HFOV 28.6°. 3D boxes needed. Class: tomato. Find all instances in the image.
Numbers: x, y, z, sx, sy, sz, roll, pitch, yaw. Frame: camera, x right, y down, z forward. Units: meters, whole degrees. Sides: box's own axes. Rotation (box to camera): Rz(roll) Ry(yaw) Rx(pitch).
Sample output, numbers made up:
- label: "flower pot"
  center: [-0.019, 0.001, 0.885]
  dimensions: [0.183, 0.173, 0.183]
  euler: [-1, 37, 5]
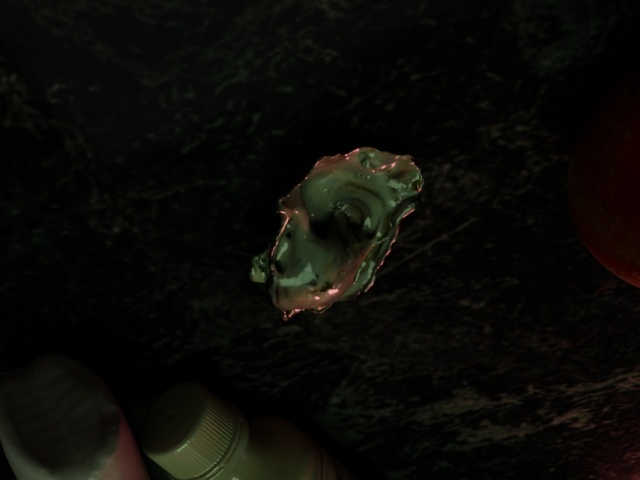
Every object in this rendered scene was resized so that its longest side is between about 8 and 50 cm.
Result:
- label: "tomato"
  center: [0.252, -0.042, 0.781]
  dimensions: [0.187, 0.151, 0.187]
  euler: [-6, 130, -7]

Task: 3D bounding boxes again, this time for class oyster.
- label: "oyster"
  center: [-0.001, 0.001, 0.857]
  dimensions: [0.108, 0.053, 0.165]
  euler: [-5, 131, -38]

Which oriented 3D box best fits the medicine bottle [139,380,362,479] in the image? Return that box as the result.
- label: "medicine bottle"
  center: [-0.041, 0.202, 0.999]
  dimensions: [0.114, 0.114, 0.252]
  euler: [-29, 128, 20]

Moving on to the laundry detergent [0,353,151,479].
- label: "laundry detergent"
  center: [-0.163, 0.243, 0.996]
  dimensions: [0.088, 0.159, 0.335]
  euler: [-25, 134, -16]
